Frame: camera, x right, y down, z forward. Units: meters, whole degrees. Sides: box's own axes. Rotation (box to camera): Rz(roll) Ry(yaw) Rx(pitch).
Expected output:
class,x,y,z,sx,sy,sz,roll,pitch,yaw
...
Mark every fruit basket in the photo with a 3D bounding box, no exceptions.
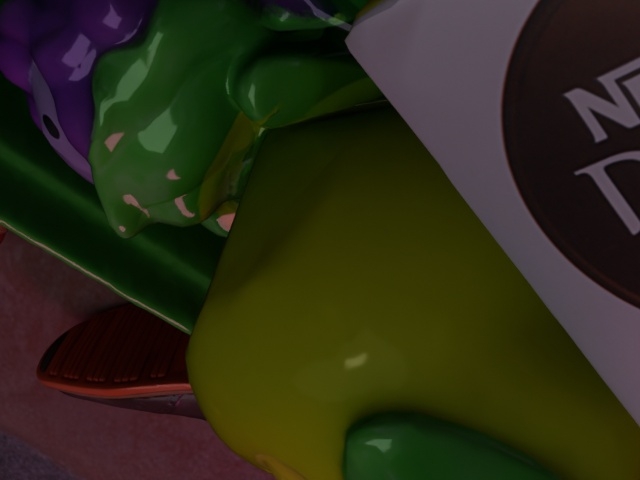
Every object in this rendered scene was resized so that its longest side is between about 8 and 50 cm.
class,x,y,z,sx,sy,sz,roll,pitch,yaw
fruit basket,0.000,0.000,0.537,0.283,0.392,0.392,-20,116,31

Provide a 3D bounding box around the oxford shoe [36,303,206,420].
class,x,y,z,sx,sy,sz,roll,pitch,yaw
oxford shoe,-0.098,0.111,0.929,0.271,0.097,0.098,-1,132,26

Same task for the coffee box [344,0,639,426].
class,x,y,z,sx,sy,sz,roll,pitch,yaw
coffee box,0.273,-0.093,0.404,0.337,0.338,0.334,-25,113,38

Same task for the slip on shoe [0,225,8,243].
class,x,y,z,sx,sy,sz,roll,pitch,yaw
slip on shoe,-0.352,-0.107,0.872,0.101,0.123,0.331,-42,99,10
